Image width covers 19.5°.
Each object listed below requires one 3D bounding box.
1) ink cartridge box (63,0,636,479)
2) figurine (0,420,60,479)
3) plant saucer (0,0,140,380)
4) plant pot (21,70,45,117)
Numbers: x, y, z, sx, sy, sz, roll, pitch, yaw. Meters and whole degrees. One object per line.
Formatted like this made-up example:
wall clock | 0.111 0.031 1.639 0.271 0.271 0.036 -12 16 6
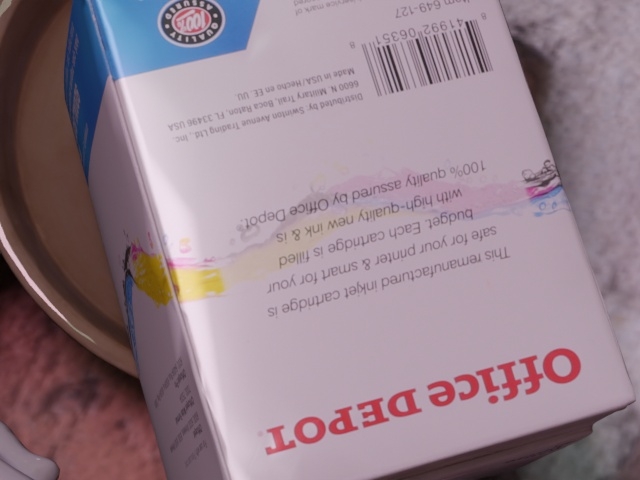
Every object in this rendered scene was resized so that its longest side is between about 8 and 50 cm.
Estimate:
ink cartridge box | 0.000 0.000 0.811 0.171 0.168 0.232 -13 78 -14
figurine | -0.148 0.196 0.821 0.209 0.092 0.215 30 65 16
plant saucer | -0.036 -0.051 0.928 0.278 0.041 0.277 3 73 -11
plant pot | -0.212 -0.040 0.959 0.134 0.095 0.134 2 81 -16
